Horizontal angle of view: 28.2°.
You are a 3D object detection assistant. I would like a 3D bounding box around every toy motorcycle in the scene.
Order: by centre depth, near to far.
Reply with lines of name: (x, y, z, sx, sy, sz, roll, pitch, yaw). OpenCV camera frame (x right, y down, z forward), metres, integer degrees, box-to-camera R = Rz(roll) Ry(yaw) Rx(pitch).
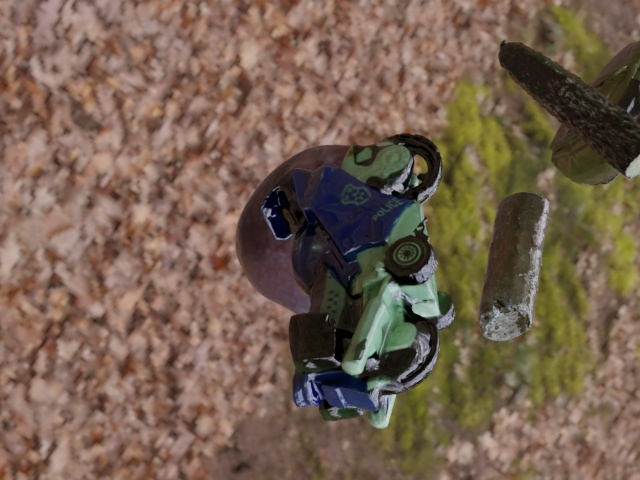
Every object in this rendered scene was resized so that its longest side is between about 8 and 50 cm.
toy motorcycle: (0.031, 0.025, 1.292, 0.125, 0.196, 0.331, 64, 24, -49)

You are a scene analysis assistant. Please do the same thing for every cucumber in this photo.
cucumber: (0.321, -0.185, 1.657, 0.067, 0.293, 0.067, -26, 141, -23)

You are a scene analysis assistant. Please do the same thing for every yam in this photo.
yam: (0.309, 0.041, 2.037, 0.093, 0.093, 0.259, 108, -1, -50)

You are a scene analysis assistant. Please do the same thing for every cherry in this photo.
cherry: (0.000, 0.000, 1.608, 0.183, 0.213, 0.266, -42, 152, -73)

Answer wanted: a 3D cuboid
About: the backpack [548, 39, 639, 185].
backpack: (0.491, -0.209, 2.055, 0.253, 0.140, 0.207, -57, -172, -20)
